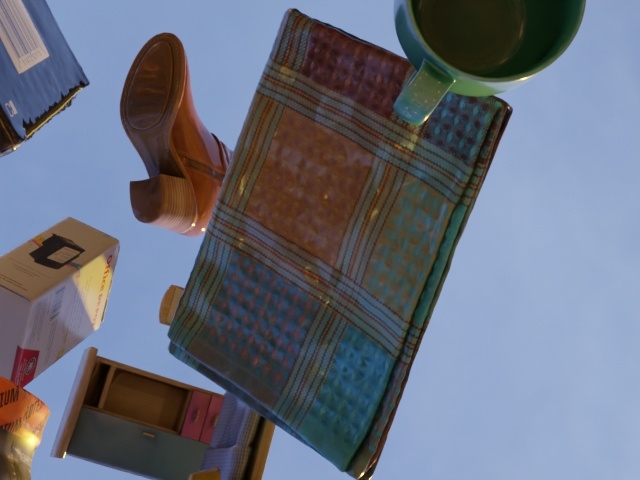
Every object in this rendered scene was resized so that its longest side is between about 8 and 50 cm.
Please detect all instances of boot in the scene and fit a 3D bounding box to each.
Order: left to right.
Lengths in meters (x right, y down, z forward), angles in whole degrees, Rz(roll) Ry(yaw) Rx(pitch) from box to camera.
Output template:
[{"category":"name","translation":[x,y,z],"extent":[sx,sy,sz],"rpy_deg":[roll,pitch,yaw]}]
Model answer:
[{"category":"boot","translation":[-0.181,-0.147,1.647],"extent":[0.220,0.109,0.284],"rpy_deg":[6,-102,-59]}]

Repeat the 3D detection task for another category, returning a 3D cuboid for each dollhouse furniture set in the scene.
[{"category":"dollhouse furniture set","translation":[-0.152,0.159,1.262],"extent":[0.198,0.303,0.287],"rpy_deg":[20,-106,-17]}]

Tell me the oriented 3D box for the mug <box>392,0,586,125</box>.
[{"category":"mug","translation":[0.107,-0.167,0.829],"extent":[0.157,0.097,0.130],"rpy_deg":[-22,-89,-5]}]

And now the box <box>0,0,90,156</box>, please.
[{"category":"box","translation":[-0.200,-0.063,0.477],"extent":[0.156,0.158,0.093],"rpy_deg":[-97,-18,-74]}]

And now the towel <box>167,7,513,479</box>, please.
[{"category":"towel","translation":[0.000,0.000,1.040],"extent":[0.271,0.370,0.040],"rpy_deg":[30,-162,32]}]

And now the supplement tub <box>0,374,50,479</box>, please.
[{"category":"supplement tub","translation":[-0.301,0.217,0.678],"extent":[0.193,0.193,0.316],"rpy_deg":[29,-111,-15]}]

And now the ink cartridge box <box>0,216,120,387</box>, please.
[{"category":"ink cartridge box","translation":[-0.301,0.067,1.213],"extent":[0.072,0.127,0.175],"rpy_deg":[24,-153,12]}]
